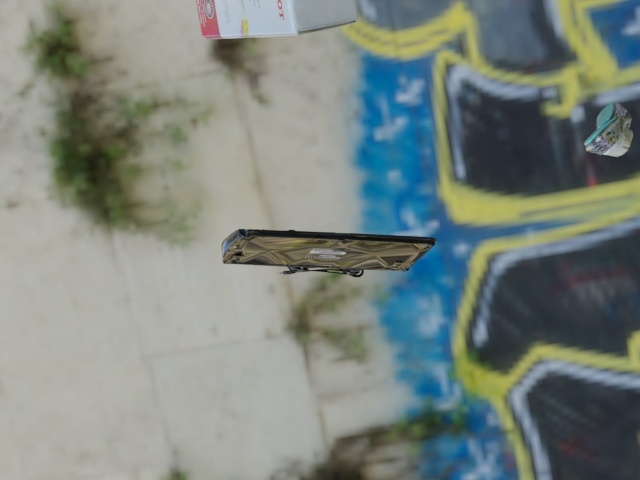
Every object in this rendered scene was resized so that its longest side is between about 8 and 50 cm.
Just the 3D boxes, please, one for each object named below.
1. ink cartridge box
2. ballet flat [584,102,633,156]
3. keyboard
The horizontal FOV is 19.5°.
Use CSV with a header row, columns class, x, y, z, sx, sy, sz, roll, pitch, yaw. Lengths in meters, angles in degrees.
class,x,y,z,sx,sy,sz,roll,pitch,yaw
ink cartridge box,-0.047,-0.253,1.713,0.175,0.072,0.127,8,109,57
ballet flat,0.281,-0.101,1.783,0.114,0.041,0.041,-51,-50,-65
keyboard,0.000,0.000,1.676,0.100,0.192,0.038,136,133,-58
